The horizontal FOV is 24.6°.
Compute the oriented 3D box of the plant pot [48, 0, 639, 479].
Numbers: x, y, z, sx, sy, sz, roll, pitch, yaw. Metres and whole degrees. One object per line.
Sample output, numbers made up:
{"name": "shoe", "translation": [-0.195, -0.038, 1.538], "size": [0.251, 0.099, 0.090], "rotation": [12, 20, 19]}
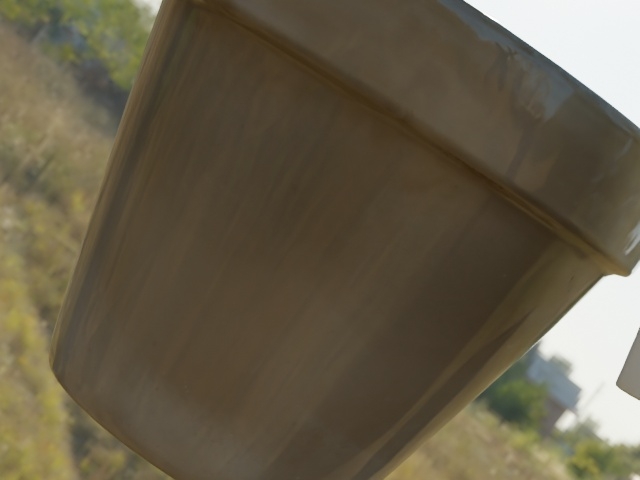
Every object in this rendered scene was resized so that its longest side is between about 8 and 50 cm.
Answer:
{"name": "plant pot", "translation": [0.000, 0.000, 0.836], "size": [0.323, 0.280, 0.323], "rotation": [32, 4, -3]}

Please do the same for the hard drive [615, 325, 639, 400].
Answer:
{"name": "hard drive", "translation": [0.276, -0.032, 0.619], "size": [0.203, 0.307, 0.040], "rotation": [24, 21, 14]}
